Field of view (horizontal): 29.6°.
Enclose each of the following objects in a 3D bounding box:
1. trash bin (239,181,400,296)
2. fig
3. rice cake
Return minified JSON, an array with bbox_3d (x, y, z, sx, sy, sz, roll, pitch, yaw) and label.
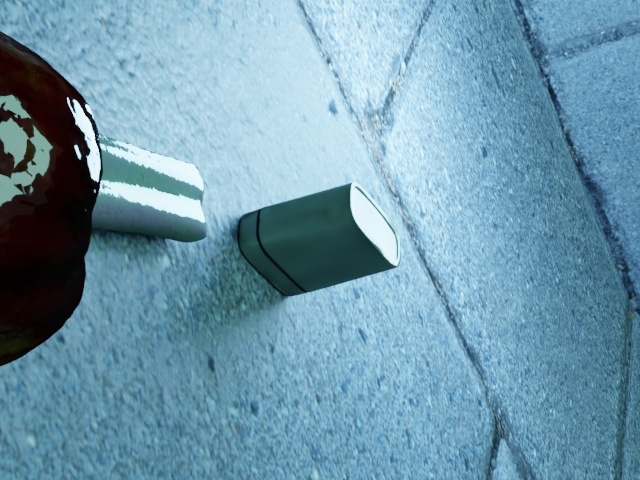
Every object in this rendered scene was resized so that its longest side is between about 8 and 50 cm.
[{"bbox_3d":[0.000,0.000,1.247,0.116,0.129,0.059,45,38,-46],"label":"trash bin"},{"bbox_3d":[-0.238,-0.036,0.685,0.263,0.224,0.224,45,38,-36],"label":"fig"},{"bbox_3d":[-0.167,-0.043,1.033,0.221,0.042,0.080,13,64,-63],"label":"rice cake"}]
